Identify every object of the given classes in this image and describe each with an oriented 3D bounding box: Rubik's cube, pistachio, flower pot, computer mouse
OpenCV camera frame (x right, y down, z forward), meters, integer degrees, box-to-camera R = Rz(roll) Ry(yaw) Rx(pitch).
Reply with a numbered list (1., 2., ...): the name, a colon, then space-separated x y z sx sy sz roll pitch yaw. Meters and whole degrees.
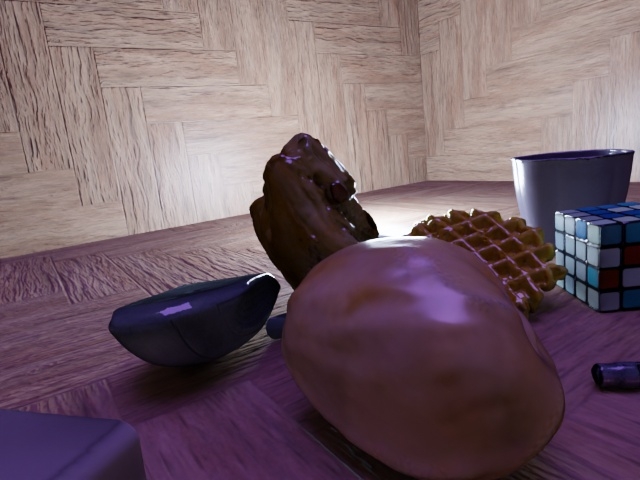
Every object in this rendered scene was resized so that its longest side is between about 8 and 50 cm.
1. Rubik's cube: 0.525 0.024 0.795 0.151 0.155 0.154 -7 11 4
2. pistachio: 0.094 0.115 0.473 0.230 0.229 0.309 -17 12 -42
3. flower pot: 0.615 -0.097 1.118 0.265 0.243 0.265 -4 10 1
4. computer mouse: -0.187 0.127 0.750 0.188 0.121 0.371 -7 4 13

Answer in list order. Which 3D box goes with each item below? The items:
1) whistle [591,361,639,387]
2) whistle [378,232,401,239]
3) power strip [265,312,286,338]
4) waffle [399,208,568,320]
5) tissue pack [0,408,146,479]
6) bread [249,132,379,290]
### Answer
1. whistle: 0.413 0.155 0.523 0.177 0.033 0.033 -4 12 11
2. whistle: 0.168 0.008 1.277 0.062 0.062 0.304 -15 15 -35
3. power strip: 0.005 0.155 0.702 0.137 0.044 0.216 -10 12 -23
4. waffle: 0.280 0.035 0.826 0.310 0.065 0.283 7 45 28
5. tissue pack: -0.249 0.211 0.291 0.246 0.159 0.136 -3 11 18
6. bread: 0.000 0.000 0.807 0.192 0.314 0.370 -36 2 -4
